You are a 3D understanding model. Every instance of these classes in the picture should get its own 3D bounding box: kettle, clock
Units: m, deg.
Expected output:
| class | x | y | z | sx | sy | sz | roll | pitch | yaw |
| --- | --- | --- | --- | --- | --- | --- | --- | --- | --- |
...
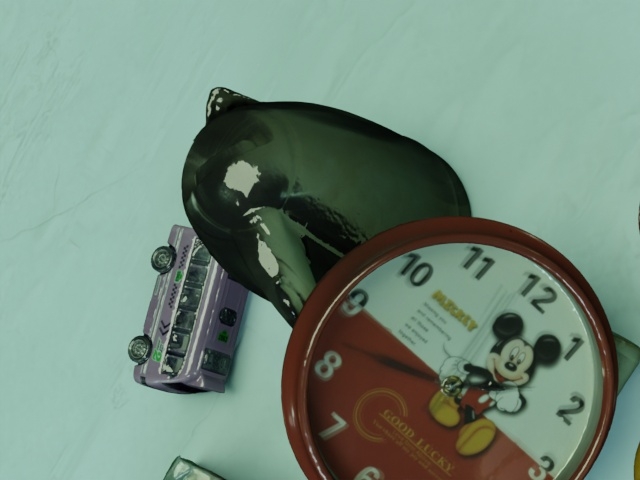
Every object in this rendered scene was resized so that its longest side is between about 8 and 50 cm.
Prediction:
| class | x | y | z | sx | sy | sz | roll | pitch | yaw |
| --- | --- | --- | --- | --- | --- | --- | --- | --- | --- |
| kettle | 0.000 | 0.000 | 1.332 | 0.228 | 0.324 | 0.320 | -31 | 62 | 24 |
| clock | 0.121 | 0.134 | 1.198 | 0.319 | 0.080 | 0.318 | -1 | 97 | -6 |

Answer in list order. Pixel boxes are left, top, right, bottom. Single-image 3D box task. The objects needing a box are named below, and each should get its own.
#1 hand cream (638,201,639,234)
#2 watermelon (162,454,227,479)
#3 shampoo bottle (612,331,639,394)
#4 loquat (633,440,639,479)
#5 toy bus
| class | x | y | z | sx | sy | sz | roll | pitch | yaw |
| --- | --- | --- | --- | --- | --- | --- | --- | --- | --- |
| hand cream | 0.400 | -0.016 | 1.192 | 0.193 | 0.125 | 0.193 | -10 | 73 | 34 |
| watermelon | -0.121 | 0.381 | 1.421 | 0.302 | 0.151 | 0.264 | 11 | 84 | 36 |
| shampoo bottle | 0.216 | 0.184 | 1.284 | 0.118 | 0.087 | 0.234 | 28 | 94 | 17 |
| loquat | 0.349 | 0.213 | 1.160 | 0.141 | 0.141 | 0.141 | -9 | 73 | 32 |
| toy bus | -0.149 | 0.088 | 1.552 | 0.108 | 0.096 | 0.198 | 8 | 80 | 31 |
